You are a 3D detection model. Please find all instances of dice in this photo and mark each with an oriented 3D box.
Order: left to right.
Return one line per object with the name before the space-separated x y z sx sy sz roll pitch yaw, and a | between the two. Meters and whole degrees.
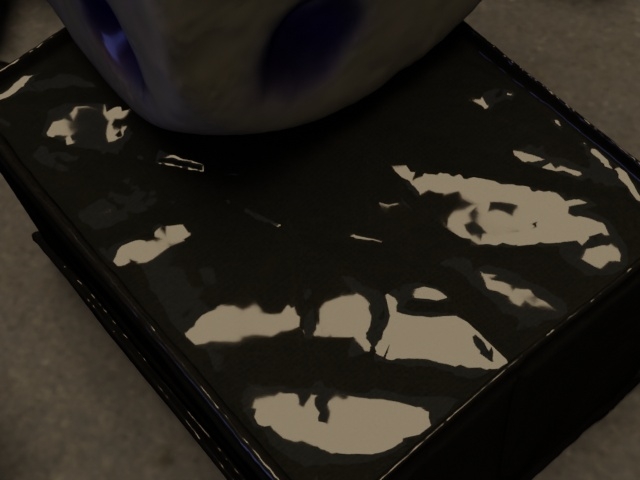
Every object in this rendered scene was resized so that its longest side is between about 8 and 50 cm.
dice | -0.032 -0.224 0.534 0.259 0.251 0.243 -35 63 -15

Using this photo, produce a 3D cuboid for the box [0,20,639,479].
box | 0.000 0.001 0.663 0.251 0.204 0.345 -37 63 -16
